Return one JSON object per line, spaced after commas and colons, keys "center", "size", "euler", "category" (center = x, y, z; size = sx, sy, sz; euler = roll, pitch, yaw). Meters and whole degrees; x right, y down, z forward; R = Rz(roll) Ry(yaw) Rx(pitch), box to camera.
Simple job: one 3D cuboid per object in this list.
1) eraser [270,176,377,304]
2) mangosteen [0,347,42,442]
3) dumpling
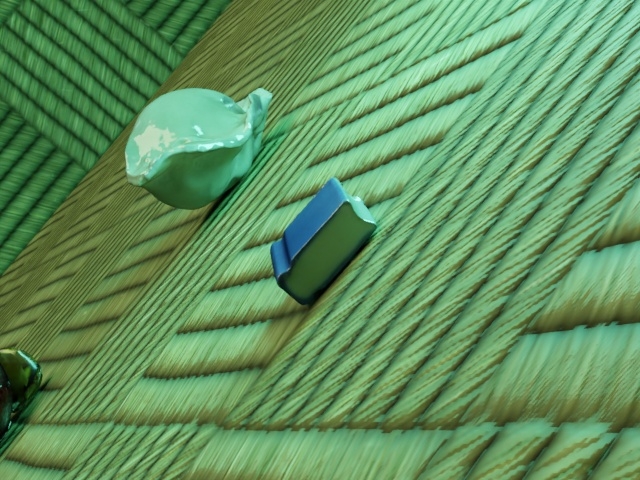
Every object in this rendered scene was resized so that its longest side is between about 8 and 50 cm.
{"center": [0.000, 0.000, 1.010], "size": [0.063, 0.027, 0.084], "euler": [-49, 11, 6], "category": "eraser"}
{"center": [-0.366, 0.149, 1.672], "size": [0.166, 0.166, 0.180], "euler": [-44, -19, 26], "category": "mangosteen"}
{"center": [-0.104, -0.089, 1.587], "size": [0.127, 0.108, 0.188], "euler": [-14, 13, 27], "category": "dumpling"}
